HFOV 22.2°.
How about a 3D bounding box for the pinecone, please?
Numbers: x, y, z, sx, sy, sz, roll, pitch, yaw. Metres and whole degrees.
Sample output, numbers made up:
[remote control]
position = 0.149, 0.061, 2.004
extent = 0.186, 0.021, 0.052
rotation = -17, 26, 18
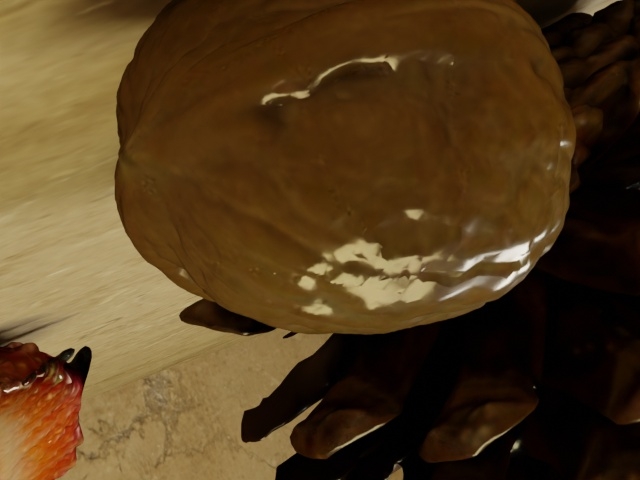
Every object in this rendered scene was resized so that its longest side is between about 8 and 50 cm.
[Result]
[pinecone]
position = 0.083, 0.041, 0.644
extent = 0.264, 0.264, 0.264
rotation = -22, 176, -2

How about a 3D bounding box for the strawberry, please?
[strawberry]
position = -0.266, 0.138, 1.147
extent = 0.233, 0.137, 0.306
rotation = -43, 165, -40

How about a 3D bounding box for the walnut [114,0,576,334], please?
[walnut]
position = 0.005, -0.023, 0.396
extent = 0.124, 0.105, 0.105
rotation = -2, 165, -36
